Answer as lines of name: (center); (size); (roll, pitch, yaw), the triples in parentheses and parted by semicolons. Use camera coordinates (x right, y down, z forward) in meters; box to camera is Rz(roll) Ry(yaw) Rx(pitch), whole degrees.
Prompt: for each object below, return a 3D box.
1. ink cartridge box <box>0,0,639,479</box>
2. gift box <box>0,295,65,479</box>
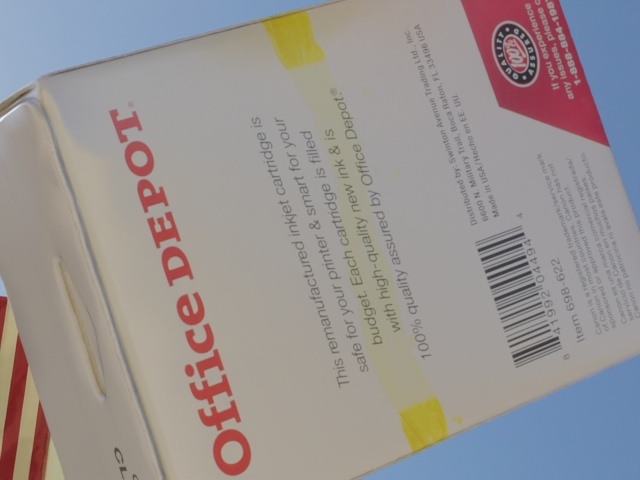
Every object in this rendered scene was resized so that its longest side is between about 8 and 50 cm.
ink cartridge box: (0.000, 0.000, 1.058); (0.160, 0.384, 0.279); (-18, -90, 58)
gift box: (-0.229, 0.176, 1.304); (0.276, 0.255, 0.258); (5, -95, 11)
